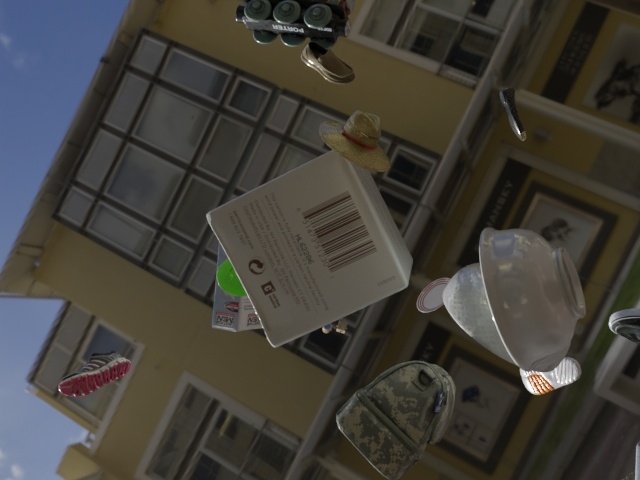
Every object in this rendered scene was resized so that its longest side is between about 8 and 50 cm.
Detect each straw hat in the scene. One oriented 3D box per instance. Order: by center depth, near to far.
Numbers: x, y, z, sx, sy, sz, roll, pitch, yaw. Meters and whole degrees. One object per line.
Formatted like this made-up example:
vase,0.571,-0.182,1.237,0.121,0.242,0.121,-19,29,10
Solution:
straw hat,0.069,-0.179,1.115,0.061,0.144,0.144,-59,-13,28

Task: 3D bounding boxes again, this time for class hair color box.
hair color box,-0.251,0.108,2.289,0.185,0.114,0.374,4,-90,-59

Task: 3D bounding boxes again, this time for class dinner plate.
dinner plate,0.366,0.175,2.154,0.141,0.017,0.141,-36,24,19

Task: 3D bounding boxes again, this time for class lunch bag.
lunch bag,0.205,0.401,1.627,0.256,0.212,0.305,-49,-19,2

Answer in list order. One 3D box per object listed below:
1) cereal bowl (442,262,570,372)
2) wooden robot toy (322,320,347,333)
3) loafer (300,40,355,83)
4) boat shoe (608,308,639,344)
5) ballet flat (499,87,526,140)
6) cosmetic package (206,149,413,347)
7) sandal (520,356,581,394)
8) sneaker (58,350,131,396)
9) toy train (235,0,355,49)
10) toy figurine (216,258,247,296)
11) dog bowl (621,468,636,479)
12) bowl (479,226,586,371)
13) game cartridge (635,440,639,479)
cereal bowl,0.481,0.162,1.696,0.141,0.339,0.339,-62,-15,22
wooden robot toy,0.002,0.231,2.087,0.076,0.173,0.079,-54,-10,-23
loafer,0.017,-0.420,1.608,0.056,0.148,0.050,-53,-15,-27
boat shoe,0.935,0.272,1.840,0.105,0.306,0.113,-54,-35,-35
ballet flat,0.600,-0.390,2.089,0.049,0.173,0.057,-18,-4,-2
cosmetic package,0.000,0.000,1.584,0.327,0.329,0.394,-26,0,11
sandal,0.725,0.412,2.101,0.076,0.102,0.265,-9,-13,-26
sneaker,-0.544,0.312,1.623,0.170,0.075,0.063,-22,-51,-33
toy train,-0.066,-0.645,1.889,0.142,0.334,0.190,64,-140,-65
toy figurine,-0.217,0.046,1.935,0.173,0.130,0.159,-59,19,23
dog bowl,0.881,0.725,1.920,0.349,0.102,0.349,-26,-32,-17
bowl,0.428,0.098,1.328,0.298,0.134,0.298,38,-137,-46
game cartridge,0.659,0.431,1.257,0.297,0.062,0.198,5,-89,-44
